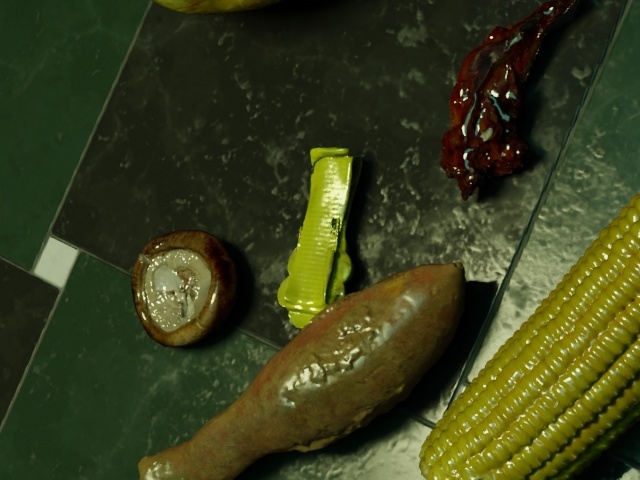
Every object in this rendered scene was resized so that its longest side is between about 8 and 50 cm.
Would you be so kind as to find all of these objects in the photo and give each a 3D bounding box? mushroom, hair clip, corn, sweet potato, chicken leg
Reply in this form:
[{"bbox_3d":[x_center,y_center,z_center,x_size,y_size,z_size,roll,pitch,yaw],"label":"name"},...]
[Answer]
[{"bbox_3d":[-0.133,0.048,1.387,0.123,0.052,0.123,-6,79,33],"label":"mushroom"},{"bbox_3d":[0.000,0.000,1.333,0.072,0.046,0.173,1,78,30],"label":"hair clip"},{"bbox_3d":[0.221,0.097,1.158,0.344,0.131,0.131,-49,62,12],"label":"corn"},{"bbox_3d":[-0.018,0.144,1.282,0.385,0.109,0.109,-37,65,16],"label":"sweet potato"},{"bbox_3d":[0.167,-0.140,1.280,0.089,0.048,0.219,18,87,26],"label":"chicken leg"}]

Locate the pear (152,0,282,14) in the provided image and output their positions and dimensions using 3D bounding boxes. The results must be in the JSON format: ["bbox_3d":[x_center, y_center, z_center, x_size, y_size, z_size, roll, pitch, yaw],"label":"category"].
[{"bbox_3d":[-0.100,-0.358,1.324,0.303,0.304,0.304,-6,76,26],"label":"pear"}]
